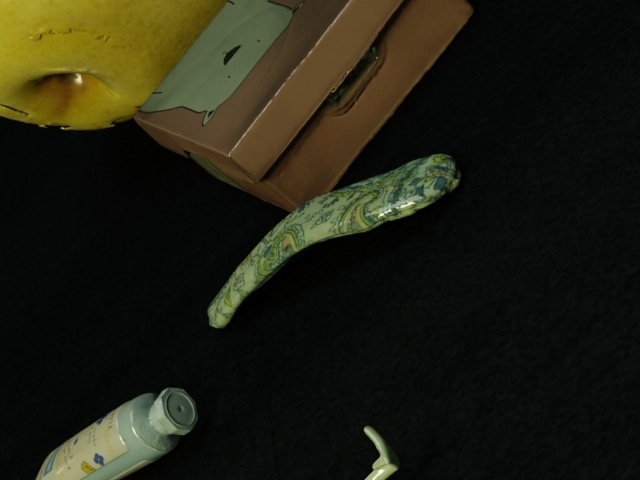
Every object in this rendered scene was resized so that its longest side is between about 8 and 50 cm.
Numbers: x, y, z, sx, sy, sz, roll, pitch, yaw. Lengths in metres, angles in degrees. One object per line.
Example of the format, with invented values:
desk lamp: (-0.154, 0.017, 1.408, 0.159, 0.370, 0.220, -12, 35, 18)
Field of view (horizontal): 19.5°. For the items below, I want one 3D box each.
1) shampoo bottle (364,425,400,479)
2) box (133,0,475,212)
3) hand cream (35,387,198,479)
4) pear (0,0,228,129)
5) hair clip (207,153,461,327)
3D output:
shampoo bottle: (-0.030, 0.179, 1.014, 0.195, 0.056, 0.056, -41, 27, 17)
box: (-0.013, -0.134, 1.385, 0.215, 0.086, 0.215, -52, 26, -6)
hand cream: (-0.147, 0.145, 1.265, 0.171, 0.043, 0.065, -33, 24, 39)
pear: (-0.201, -0.262, 1.575, 0.348, 0.348, 0.348, -37, 28, 24)
hair clip: (-0.001, -0.002, 1.241, 0.229, 0.036, 0.066, -32, 24, 32)
